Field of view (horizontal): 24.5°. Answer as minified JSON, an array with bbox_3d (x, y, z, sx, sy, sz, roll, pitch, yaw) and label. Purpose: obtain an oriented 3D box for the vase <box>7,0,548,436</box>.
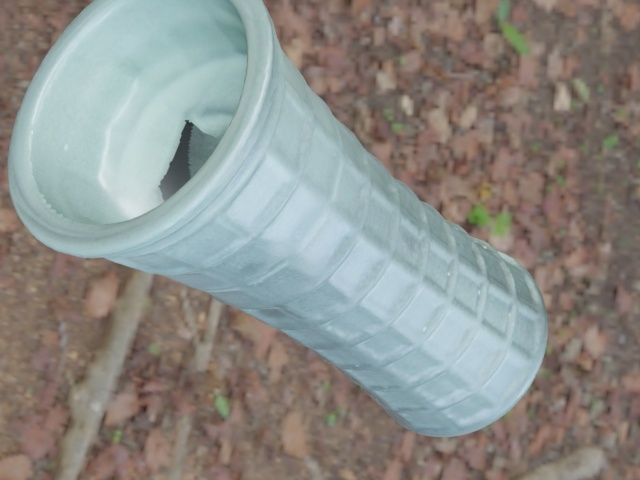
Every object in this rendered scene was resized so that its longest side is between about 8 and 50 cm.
[{"bbox_3d":[0.000,0.000,0.726,0.299,0.143,0.143,37,69,-48],"label":"vase"}]
